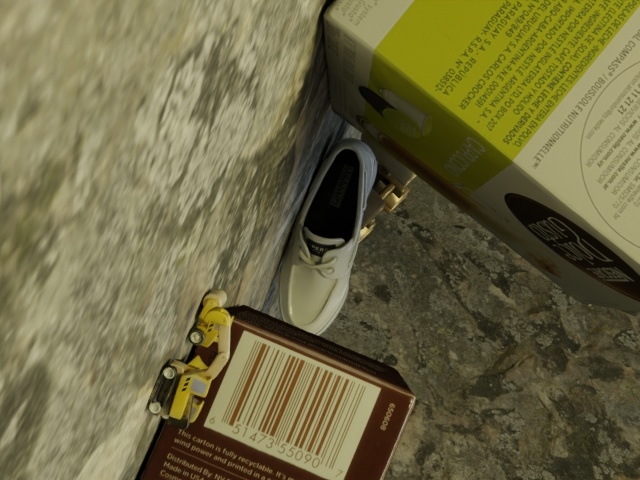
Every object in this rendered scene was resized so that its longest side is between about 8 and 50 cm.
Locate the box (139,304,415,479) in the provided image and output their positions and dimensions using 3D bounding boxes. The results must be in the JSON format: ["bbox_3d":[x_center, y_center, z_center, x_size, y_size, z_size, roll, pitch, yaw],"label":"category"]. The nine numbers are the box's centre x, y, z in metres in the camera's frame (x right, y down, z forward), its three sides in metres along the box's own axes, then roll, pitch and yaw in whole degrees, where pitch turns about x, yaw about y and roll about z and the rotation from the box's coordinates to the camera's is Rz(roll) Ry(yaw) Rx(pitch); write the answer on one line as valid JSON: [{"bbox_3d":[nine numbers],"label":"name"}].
[{"bbox_3d":[-0.033,0.161,0.736,0.203,0.168,0.167,63,49,-86],"label":"box"}]

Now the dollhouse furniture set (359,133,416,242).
[{"bbox_3d":[0.075,-0.136,1.262,0.242,0.161,0.212,-44,175,-6],"label":"dollhouse furniture set"}]

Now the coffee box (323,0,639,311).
[{"bbox_3d":[0.236,-0.166,0.727,0.338,0.334,0.337,-51,177,0],"label":"coffee box"}]

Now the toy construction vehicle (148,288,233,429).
[{"bbox_3d":[-0.080,0.085,0.591,0.086,0.035,0.098,-42,155,-85],"label":"toy construction vehicle"}]

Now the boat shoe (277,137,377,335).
[{"bbox_3d":[0.000,0.000,1.079,0.084,0.095,0.258,-33,136,-79],"label":"boat shoe"}]
